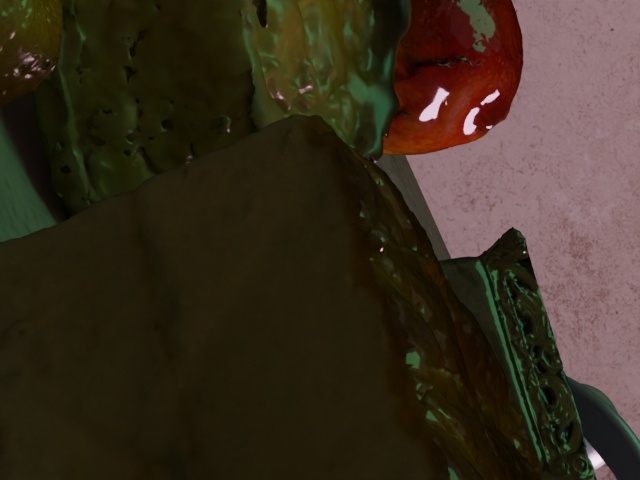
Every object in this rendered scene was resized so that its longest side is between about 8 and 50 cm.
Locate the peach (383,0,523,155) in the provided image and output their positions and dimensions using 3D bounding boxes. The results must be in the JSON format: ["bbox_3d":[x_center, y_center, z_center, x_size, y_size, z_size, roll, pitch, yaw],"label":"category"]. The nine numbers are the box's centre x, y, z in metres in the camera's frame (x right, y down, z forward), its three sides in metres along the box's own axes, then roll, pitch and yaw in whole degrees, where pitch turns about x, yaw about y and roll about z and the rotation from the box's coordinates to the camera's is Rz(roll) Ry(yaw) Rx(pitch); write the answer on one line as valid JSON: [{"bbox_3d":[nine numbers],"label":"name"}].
[{"bbox_3d":[0.075,-0.252,1.939,0.373,0.290,0.372,59,6,-10],"label":"peach"}]

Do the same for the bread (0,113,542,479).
[{"bbox_3d":[-0.005,0.140,0.717,0.279,0.207,0.279,59,13,-53],"label":"bread"}]

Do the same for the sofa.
[{"bbox_3d":[0.057,0.121,1.237,0.258,0.182,0.200,150,-76,-68],"label":"sofa"}]

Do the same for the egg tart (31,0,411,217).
[{"bbox_3d":[-0.048,-0.135,1.002,0.345,0.132,0.345,-6,96,-61],"label":"egg tart"}]

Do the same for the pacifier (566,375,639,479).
[{"bbox_3d":[0.191,0.196,1.529,0.233,0.299,0.244,-30,83,-47],"label":"pacifier"}]

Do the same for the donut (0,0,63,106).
[{"bbox_3d":[-0.177,-0.141,0.791,0.190,0.074,0.174,-89,156,-71],"label":"donut"}]
